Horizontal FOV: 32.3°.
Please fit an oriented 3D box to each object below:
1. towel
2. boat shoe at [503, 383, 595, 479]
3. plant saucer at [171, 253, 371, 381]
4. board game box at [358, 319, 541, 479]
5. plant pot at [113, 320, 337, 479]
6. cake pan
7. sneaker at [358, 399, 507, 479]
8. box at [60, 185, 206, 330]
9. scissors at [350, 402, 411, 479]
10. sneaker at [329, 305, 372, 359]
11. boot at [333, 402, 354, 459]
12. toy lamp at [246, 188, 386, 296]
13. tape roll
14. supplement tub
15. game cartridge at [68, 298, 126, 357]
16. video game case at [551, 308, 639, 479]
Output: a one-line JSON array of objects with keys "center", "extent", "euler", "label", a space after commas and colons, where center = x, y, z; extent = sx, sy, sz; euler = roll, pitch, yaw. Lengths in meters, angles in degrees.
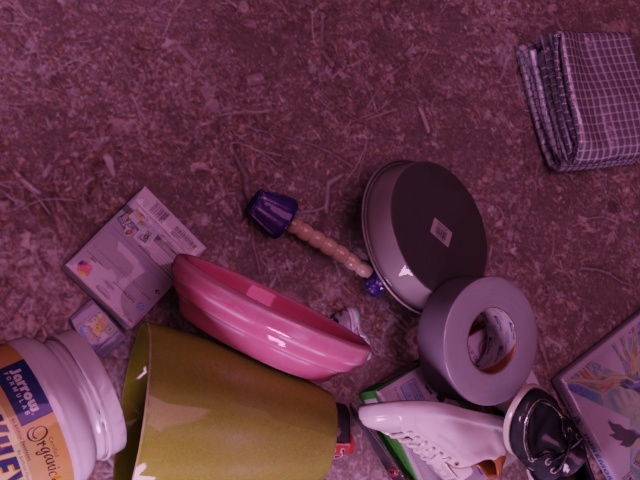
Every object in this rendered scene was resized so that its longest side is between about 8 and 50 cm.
[{"center": [0.540, -0.286, 2.201], "extent": [0.235, 0.121, 0.283], "euler": [-9, 83, -29], "label": "towel"}, {"center": [0.404, 0.363, 1.891], "extent": [0.127, 0.113, 0.340], "euler": [-46, 139, -20], "label": "boat shoe"}, {"center": [-0.086, 0.126, 1.694], "extent": [0.332, 0.332, 0.084], "euler": [25, 92, -20], "label": "plant saucer"}, {"center": [0.252, 0.304, 1.956], "extent": [0.317, 0.064, 0.242], "euler": [-25, 91, -29], "label": "board game box"}, {"center": [-0.134, 0.273, 1.625], "extent": [0.294, 0.275, 0.274], "euler": [9, 75, -16], "label": "plant pot"}, {"center": [0.194, -0.012, 1.956], "extent": [0.293, 0.054, 0.293], "euler": [17, 63, -39], "label": "cake pan"}, {"center": [0.193, 0.334, 1.820], "extent": [0.290, 0.106, 0.123], "euler": [14, 70, -25], "label": "sneaker"}, {"center": [-0.294, 0.028, 1.757], "extent": [0.145, 0.038, 0.186], "euler": [46, 62, -11], "label": "box"}, {"center": [0.142, 0.401, 1.862], "extent": [0.021, 0.109, 0.297], "euler": [-15, 83, -54], "label": "scissors"}, {"center": [0.044, 0.167, 1.899], "extent": [0.069, 0.038, 0.098], "euler": [-17, 77, -27], "label": "sneaker"}, {"center": [-0.032, 0.363, 1.790], "extent": [0.176, 0.088, 0.244], "euler": [25, 65, -22], "label": "boot"}, {"center": [0.000, 0.000, 1.889], "extent": [0.275, 0.080, 0.080], "euler": [30, 67, -19], "label": "toy lamp"}, {"center": [0.269, 0.169, 1.888], "extent": [0.219, 0.072, 0.219], "euler": [0, 90, -35], "label": "tape roll"}, {"center": [-0.450, 0.269, 1.517], "extent": [0.316, 0.228, 0.228], "euler": [-24, 90, -29], "label": "supplement tub"}, {"center": [-0.348, 0.139, 1.718], "extent": [0.056, 0.017, 0.083], "euler": [-45, 100, -23], "label": "game cartridge"}, {"center": [0.635, 0.315, 2.163], "extent": [0.329, 0.036, 0.300], "euler": [-31, 93, -28], "label": "video game case"}]
